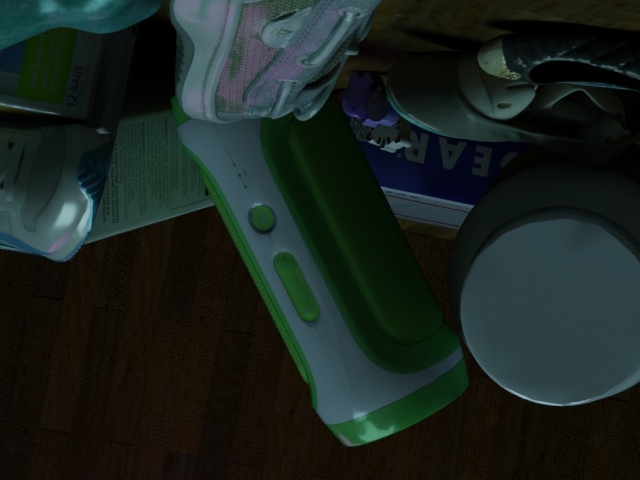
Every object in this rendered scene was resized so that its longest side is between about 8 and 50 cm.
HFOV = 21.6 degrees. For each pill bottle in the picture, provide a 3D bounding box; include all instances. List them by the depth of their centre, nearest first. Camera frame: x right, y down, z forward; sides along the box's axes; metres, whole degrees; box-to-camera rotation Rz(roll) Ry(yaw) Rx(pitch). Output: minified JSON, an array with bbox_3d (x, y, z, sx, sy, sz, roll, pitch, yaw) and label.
[{"bbox_3d":[0.203,0.021,1.346,0.188,0.188,0.334,10,-168,11],"label":"pill bottle"}]

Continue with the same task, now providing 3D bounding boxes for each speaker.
[{"bbox_3d":[0.000,0.000,1.267,0.131,0.296,0.131,-26,-177,2],"label":"speaker"}]

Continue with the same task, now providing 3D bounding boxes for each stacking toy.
[{"bbox_3d":[0.071,-0.108,1.351,0.221,0.052,0.167,7,176,43],"label":"stacking toy"}]

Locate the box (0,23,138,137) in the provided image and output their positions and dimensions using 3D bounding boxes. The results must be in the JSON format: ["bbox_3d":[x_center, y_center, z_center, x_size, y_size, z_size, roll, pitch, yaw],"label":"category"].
[{"bbox_3d":[-0.232,-0.143,1.116,0.203,0.114,0.103,11,177,4],"label":"box"}]

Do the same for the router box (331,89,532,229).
[{"bbox_3d":[0.127,-0.065,1.683,0.335,0.082,0.301,11,177,-16],"label":"router box"}]

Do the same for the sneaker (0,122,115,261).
[{"bbox_3d":[-0.212,-0.039,1.109,0.092,0.087,0.229,22,166,-32],"label":"sneaker"}]

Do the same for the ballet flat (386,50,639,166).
[{"bbox_3d":[0.146,-0.104,1.196,0.213,0.072,0.068,11,150,-33],"label":"ballet flat"}]

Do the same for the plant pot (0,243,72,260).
[{"bbox_3d":[-0.334,-0.085,1.795,0.293,0.196,0.293,11,177,1],"label":"plant pot"}]

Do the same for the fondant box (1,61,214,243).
[{"bbox_3d":[-0.193,-0.082,1.401,0.238,0.096,0.330,8,-165,31],"label":"fondant box"}]

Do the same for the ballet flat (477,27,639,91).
[{"bbox_3d":[0.180,-0.104,1.058,0.173,0.049,0.057,9,176,24],"label":"ballet flat"}]

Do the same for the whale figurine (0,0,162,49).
[{"bbox_3d":[-0.225,-0.138,0.917,0.272,0.141,0.216,10,177,-2],"label":"whale figurine"}]

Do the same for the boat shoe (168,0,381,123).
[{"bbox_3d":[-0.011,-0.120,0.830,0.103,0.118,0.320,15,170,1],"label":"boat shoe"}]

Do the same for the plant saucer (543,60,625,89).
[{"bbox_3d":[0.241,-0.108,1.102,0.192,0.018,0.067,8,176,24],"label":"plant saucer"}]
